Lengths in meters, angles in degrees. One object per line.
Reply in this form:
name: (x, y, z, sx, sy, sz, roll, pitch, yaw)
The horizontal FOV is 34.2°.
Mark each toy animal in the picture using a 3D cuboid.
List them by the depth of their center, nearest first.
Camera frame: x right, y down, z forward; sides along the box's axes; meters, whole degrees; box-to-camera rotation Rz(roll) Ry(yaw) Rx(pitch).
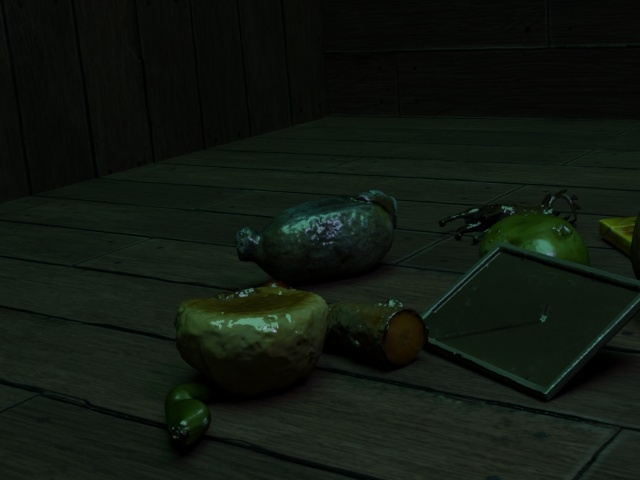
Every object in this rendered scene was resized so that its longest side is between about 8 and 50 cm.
toy animal: (0.421, -0.062, 2.332, 0.260, 0.087, 0.243, -20, 22, -37)

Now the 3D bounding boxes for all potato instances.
potato: (0.380, 0.034, 1.854, 0.186, 0.148, 0.253, -19, 13, 12)

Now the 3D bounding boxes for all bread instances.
bread: (-0.104, 0.150, 1.577, 0.244, 0.134, 0.244, -4, 11, 1)

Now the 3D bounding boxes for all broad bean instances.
broad bean: (-0.182, 0.238, 1.422, 0.070, 0.048, 0.213, -6, 11, -1)

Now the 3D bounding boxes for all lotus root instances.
lotus root: (0.001, 0.003, 2.081, 0.349, 0.175, 0.175, -14, 17, -20)

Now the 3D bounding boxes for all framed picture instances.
framed picture: (0.310, 0.112, 1.602, 0.247, 0.022, 0.335, -40, 28, -19)

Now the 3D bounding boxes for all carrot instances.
carrot: (0.054, 0.141, 1.679, 0.102, 0.102, 0.263, -15, 12, -36)

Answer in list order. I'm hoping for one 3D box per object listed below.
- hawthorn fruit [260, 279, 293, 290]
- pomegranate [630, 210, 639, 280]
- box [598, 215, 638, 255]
hawthorn fruit: (-0.082, 0.117, 1.808, 0.093, 0.093, 0.093, -4, 14, 1)
pomegranate: (0.632, 0.005, 1.668, 0.281, 0.281, 0.281, -4, 14, 1)
box: (0.677, -0.001, 2.093, 0.152, 0.043, 0.269, -5, 15, -3)
